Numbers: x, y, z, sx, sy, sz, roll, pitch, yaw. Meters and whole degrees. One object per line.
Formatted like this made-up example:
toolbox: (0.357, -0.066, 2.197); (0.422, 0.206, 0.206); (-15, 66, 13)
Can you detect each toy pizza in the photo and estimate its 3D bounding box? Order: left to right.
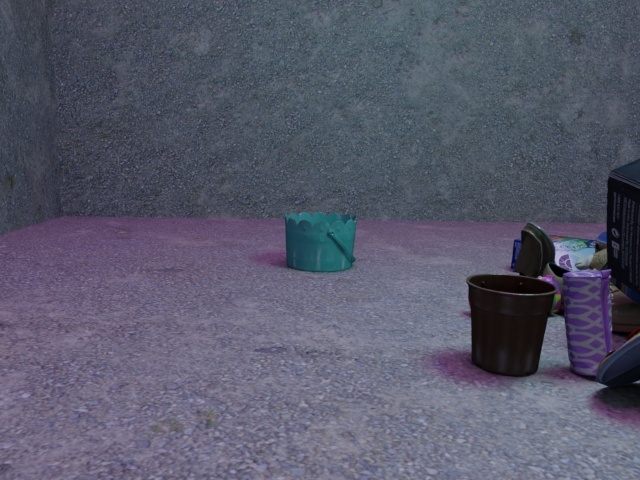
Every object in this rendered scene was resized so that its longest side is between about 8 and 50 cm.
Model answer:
toy pizza: (0.556, 0.182, 0.890); (0.202, 0.201, 0.032); (-2, 46, -21)

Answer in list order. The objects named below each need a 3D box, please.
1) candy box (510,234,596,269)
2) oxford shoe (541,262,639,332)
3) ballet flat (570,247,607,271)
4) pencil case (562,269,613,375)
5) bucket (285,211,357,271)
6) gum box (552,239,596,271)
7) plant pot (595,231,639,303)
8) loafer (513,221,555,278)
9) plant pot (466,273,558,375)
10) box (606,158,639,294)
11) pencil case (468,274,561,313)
candy box: (0.885, 0.060, 1.852); (0.268, 0.122, 0.317); (-7, 14, -44)
oxford shoe: (0.689, 0.138, 1.314); (0.123, 0.130, 0.348); (-4, 11, -29)
ballet flat: (0.714, 0.091, 1.428); (0.067, 0.206, 0.073); (26, 42, 15)
pencil case: (0.506, 0.155, 0.985); (0.087, 0.205, 0.088); (-10, 4, -14)
bucket: (0.000, 0.000, 1.893); (0.282, 0.182, 0.281); (2, 10, 0)
gum box: (0.794, 0.084, 1.609); (0.157, 0.041, 0.184); (3, 50, 6)
plant pot: (0.876, 0.083, 1.408); (0.212, 0.235, 0.236); (-4, 10, 3)
loafer: (0.603, 0.066, 1.493); (0.088, 0.251, 0.094); (-25, 28, -12)
plant pot: (0.362, 0.161, 1.020); (0.167, 0.165, 0.167); (1, 10, 0)
box: (0.926, -0.017, 1.015); (0.480, 0.297, 0.471); (-22, 30, -6)
pencil case: (0.500, 0.145, 1.351); (0.237, 0.104, 0.104); (-3, 10, -20)
